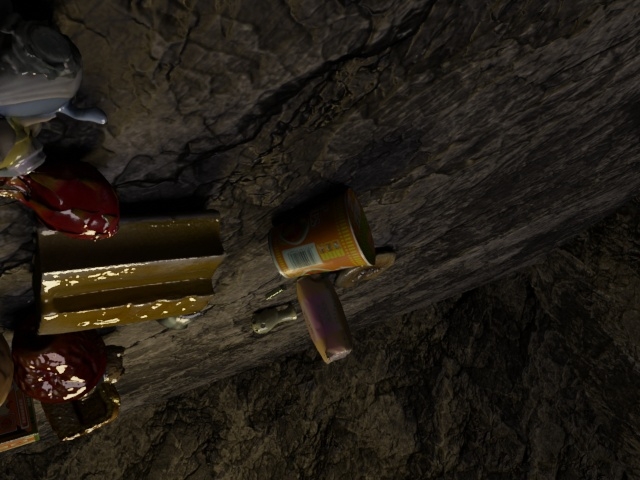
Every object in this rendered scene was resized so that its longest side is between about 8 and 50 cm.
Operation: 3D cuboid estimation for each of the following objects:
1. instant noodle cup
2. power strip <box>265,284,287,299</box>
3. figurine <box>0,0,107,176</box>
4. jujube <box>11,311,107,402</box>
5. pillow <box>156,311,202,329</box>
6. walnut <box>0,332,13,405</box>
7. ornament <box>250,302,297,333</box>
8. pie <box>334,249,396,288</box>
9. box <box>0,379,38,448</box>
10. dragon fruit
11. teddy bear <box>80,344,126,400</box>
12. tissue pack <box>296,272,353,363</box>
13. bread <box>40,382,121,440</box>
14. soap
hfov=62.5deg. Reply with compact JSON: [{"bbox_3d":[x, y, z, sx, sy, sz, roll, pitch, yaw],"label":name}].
[{"bbox_3d":[0.000,0.000,1.083,0.185,0.168,0.168,-17,164,17],"label":"instant noodle cup"},{"bbox_3d":[-0.138,0.160,1.612,0.083,0.017,0.027,-33,158,29],"label":"power strip"},{"bbox_3d":[-0.274,-0.111,0.426,0.184,0.128,0.208,-28,-162,20],"label":"figurine"},{"bbox_3d":[-0.562,0.245,1.124,0.190,0.190,0.255,-16,155,-16],"label":"jujube"},{"bbox_3d":[-0.377,0.202,1.393,0.091,0.055,0.136,-2,153,-42],"label":"pillow"},{"bbox_3d":[-0.644,0.229,0.912,0.213,0.213,0.213,-19,163,-6],"label":"walnut"},{"bbox_3d":[-0.165,0.265,1.810,0.156,0.081,0.075,-15,-161,-22],"label":"ornament"},{"bbox_3d":[0.141,0.080,1.638,0.218,0.052,0.185,-17,157,-20],"label":"pie"},{"bbox_3d":[-0.816,0.424,1.317,0.177,0.195,0.148,-10,159,-29],"label":"box"},{"bbox_3d":[-0.320,-0.067,0.621,0.094,0.094,0.190,-30,137,26],"label":"dragon fruit"},{"bbox_3d":[-0.612,0.338,1.331,0.251,0.129,0.182,-5,128,-42],"label":"teddy bear"},{"bbox_3d":[0.016,0.240,1.627,0.123,0.256,0.215,-22,163,-7],"label":"tissue pack"},{"bbox_3d":[-0.662,0.417,1.440,0.181,0.222,0.096,-27,170,-16],"label":"bread"},{"bbox_3d":[-0.322,0.050,0.883,0.281,0.143,0.259,-4,154,-30],"label":"soap"}]
